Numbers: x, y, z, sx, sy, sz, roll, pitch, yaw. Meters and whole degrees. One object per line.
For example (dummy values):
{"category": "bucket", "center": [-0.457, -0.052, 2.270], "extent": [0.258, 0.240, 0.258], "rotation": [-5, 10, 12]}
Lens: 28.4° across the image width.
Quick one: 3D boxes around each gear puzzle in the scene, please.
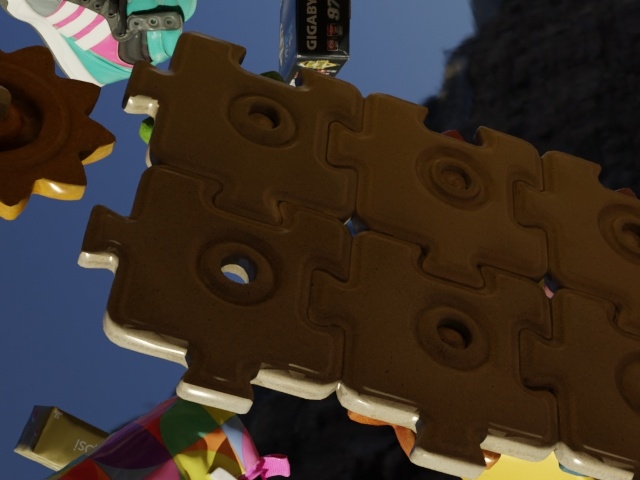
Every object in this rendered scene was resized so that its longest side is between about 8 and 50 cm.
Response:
{"category": "gear puzzle", "center": [-0.002, 0.007, 0.468], "extent": [0.339, 0.044, 0.175], "rotation": [17, -135, -11]}

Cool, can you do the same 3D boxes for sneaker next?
{"category": "sneaker", "center": [-0.223, -0.266, 1.317], "extent": [0.295, 0.178, 0.123], "rotation": [55, -158, -64]}

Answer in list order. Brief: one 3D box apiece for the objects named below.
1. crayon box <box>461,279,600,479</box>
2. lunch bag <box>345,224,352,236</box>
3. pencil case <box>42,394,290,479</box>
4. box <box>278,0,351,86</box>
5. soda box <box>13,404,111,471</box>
{"category": "crayon box", "center": [0.194, 0.134, 0.898], "extent": [0.318, 0.081, 0.202], "rotation": [46, -145, -19]}
{"category": "lunch bag", "center": [0.000, 0.000, 1.430], "extent": [0.098, 0.067, 0.065], "rotation": [-88, -21, -61]}
{"category": "pencil case", "center": [-0.142, 0.190, 0.868], "extent": [0.236, 0.104, 0.104], "rotation": [-33, -70, -24]}
{"category": "box", "center": [-0.007, -0.242, 1.203], "extent": [0.220, 0.051, 0.175], "rotation": [175, 96, -84]}
{"category": "soda box", "center": [-0.249, 0.249, 1.429], "extent": [0.181, 0.061, 0.058], "rotation": [32, -112, -27]}
